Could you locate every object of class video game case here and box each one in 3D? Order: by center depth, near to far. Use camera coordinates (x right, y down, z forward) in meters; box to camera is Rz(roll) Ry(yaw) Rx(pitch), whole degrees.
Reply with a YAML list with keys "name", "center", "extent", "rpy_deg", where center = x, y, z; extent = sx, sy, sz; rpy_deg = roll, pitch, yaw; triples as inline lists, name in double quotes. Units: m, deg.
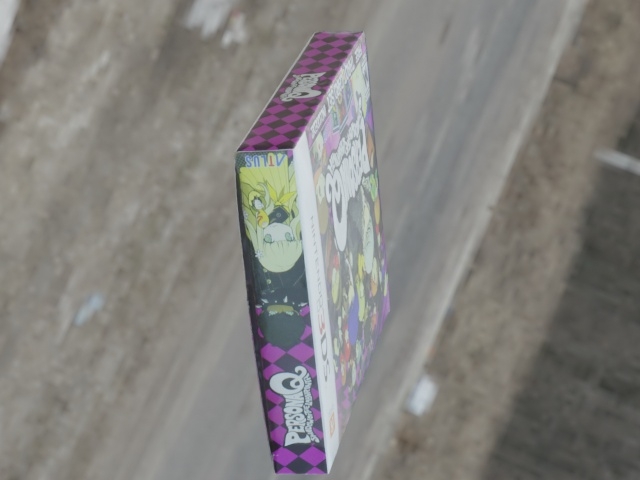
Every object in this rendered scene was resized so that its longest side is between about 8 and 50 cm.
- name: "video game case"
  center: [0.000, 0.000, 1.143]
  extent: [0.232, 0.041, 0.210]
  rpy_deg: [-63, 150, -64]
